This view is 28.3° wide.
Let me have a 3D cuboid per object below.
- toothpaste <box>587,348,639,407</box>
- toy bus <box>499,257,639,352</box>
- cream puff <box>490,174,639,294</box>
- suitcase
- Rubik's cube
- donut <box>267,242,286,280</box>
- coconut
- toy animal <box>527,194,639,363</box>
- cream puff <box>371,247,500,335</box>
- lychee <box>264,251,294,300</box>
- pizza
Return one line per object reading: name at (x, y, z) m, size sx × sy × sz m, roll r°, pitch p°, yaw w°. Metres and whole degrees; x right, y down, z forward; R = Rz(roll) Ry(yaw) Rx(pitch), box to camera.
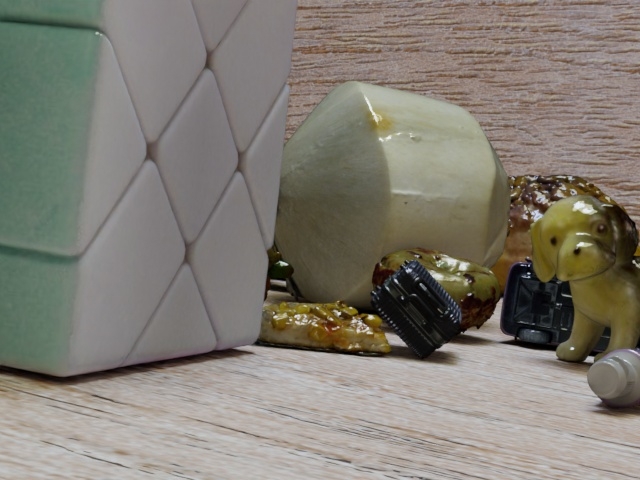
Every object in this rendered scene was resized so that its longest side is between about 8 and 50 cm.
toothpaste at (0.310, 0.120, 1.103) m, size 0.075 × 0.048 × 0.301 m, roll 4°, pitch -3°, yaw 38°
toy bus at (0.308, 0.080, 1.445) m, size 0.199 × 0.096 × 0.108 m, roll 9°, pitch -1°, yaw 10°
cream puff at (0.421, -0.005, 2.285) m, size 0.343 × 0.231 × 0.327 m, roll 8°, pitch -1°, yaw 16°
suitcase at (0.094, 0.066, 1.235) m, size 0.086 × 0.059 × 0.126 m, roll 47°, pitch 8°, yaw 2°
Rubik's cube at (-0.230, -0.082, 1.007) m, size 0.316 × 0.322 × 0.319 m, roll 6°, pitch 3°, yaw 22°
donut at (-0.029, -0.013, 1.914) m, size 0.330 × 0.160 × 0.330 m, roll 17°, pitch -2°, yaw 1°
coconut at (0.074, -0.047, 1.617) m, size 0.323 × 0.323 × 0.323 m, roll 7°, pitch 2°, yaw 0°
toy animal at (0.318, 0.055, 1.301) m, size 0.233 × 0.169 × 0.121 m, roll 16°, pitch -2°, yaw -10°
cream puff at (0.130, 0.063, 1.431) m, size 0.149 × 0.084 × 0.149 m, roll 9°, pitch 14°, yaw -2°
lychee at (-0.099, 0.032, 1.225) m, size 0.146 × 0.114 × 0.114 m, roll -10°, pitch -3°, yaw 16°
pizza at (0.006, 0.080, 1.199) m, size 0.131 × 0.041 × 0.178 m, roll 11°, pitch 4°, yaw 41°
